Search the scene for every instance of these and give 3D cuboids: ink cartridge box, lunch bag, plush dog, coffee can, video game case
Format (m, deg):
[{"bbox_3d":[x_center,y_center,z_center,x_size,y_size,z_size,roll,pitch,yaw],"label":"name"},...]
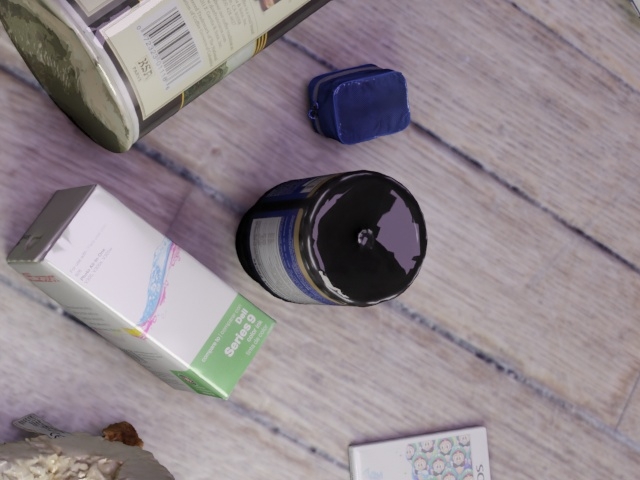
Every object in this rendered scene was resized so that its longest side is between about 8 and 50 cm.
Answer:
[{"bbox_3d":[-0.167,0.047,1.355,0.212,0.154,0.093,37,75,-18],"label":"ink cartridge box"},{"bbox_3d":[0.033,-0.138,1.496,0.098,0.065,0.067,-14,110,-24],"label":"lunch bag"},{"bbox_3d":[-0.217,0.295,1.340,0.262,0.210,0.225,10,100,5],"label":"plush dog"},{"bbox_3d":[-0.132,-0.239,1.352,0.275,0.201,0.201,-38,103,-19],"label":"coffee can"},{"bbox_3d":[0.108,0.273,1.542,0.157,0.019,0.143,-6,91,-23],"label":"video game case"}]

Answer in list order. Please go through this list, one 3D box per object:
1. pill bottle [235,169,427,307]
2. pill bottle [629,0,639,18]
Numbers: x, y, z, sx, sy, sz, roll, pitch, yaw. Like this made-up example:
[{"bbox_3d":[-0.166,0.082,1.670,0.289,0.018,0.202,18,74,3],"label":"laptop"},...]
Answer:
[{"bbox_3d":[0.000,0.000,1.393,0.123,0.219,0.122,0,89,-23],"label":"pill bottle"},{"bbox_3d":[0.359,-0.324,1.622,0.094,0.094,0.169,-38,103,-19],"label":"pill bottle"}]
